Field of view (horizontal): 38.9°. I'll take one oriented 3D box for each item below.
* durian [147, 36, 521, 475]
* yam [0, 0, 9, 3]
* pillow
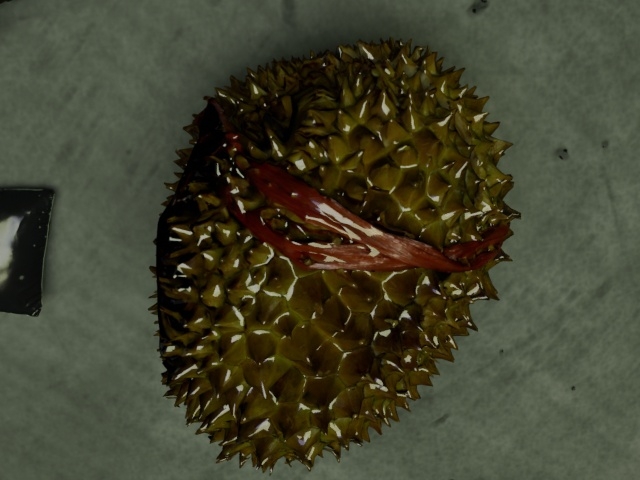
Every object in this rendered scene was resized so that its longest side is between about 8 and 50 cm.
[{"bbox_3d":[0.001,0.002,0.799,0.347,0.347,0.384,40,101,-18],"label":"durian"},{"bbox_3d":[-0.379,-0.264,0.721,0.348,0.241,0.241,-28,111,9],"label":"yam"},{"bbox_3d":[-0.380,0.005,0.908,0.208,0.055,0.141,8,103,-9],"label":"pillow"}]
